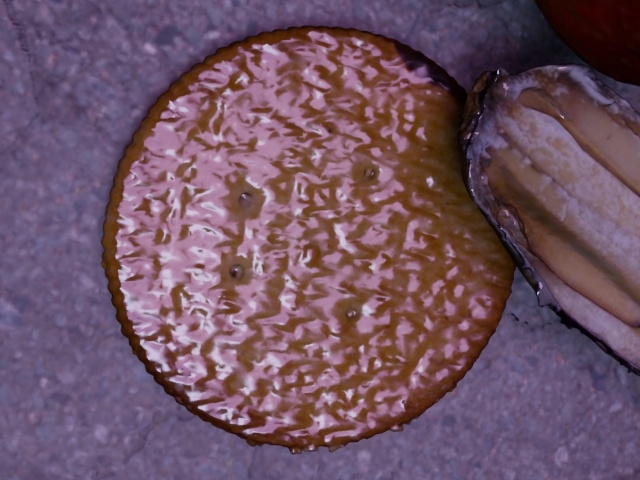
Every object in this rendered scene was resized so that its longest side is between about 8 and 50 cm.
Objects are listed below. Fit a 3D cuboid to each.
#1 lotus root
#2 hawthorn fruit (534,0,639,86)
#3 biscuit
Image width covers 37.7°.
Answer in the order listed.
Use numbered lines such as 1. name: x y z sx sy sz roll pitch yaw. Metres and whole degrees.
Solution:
1. lotus root: 0.206 -0.003 0.683 0.329 0.078 0.167 37 77 -25
2. hawthorn fruit: 0.256 -0.223 0.581 0.316 0.316 0.316 -1 95 -15
3. biscuit: 0.000 0.000 0.662 0.305 0.038 0.305 -1 94 -16
